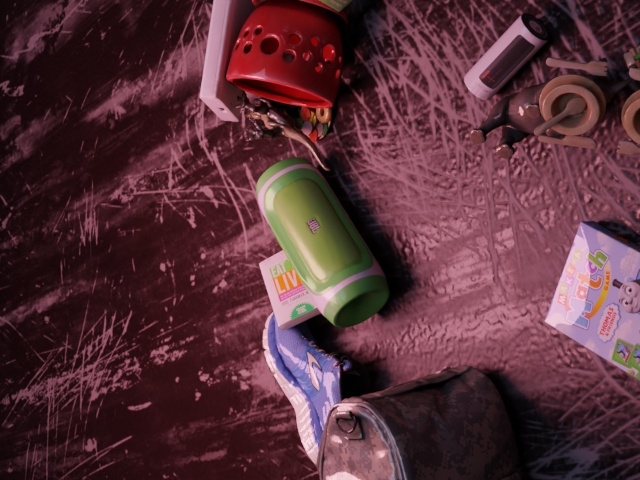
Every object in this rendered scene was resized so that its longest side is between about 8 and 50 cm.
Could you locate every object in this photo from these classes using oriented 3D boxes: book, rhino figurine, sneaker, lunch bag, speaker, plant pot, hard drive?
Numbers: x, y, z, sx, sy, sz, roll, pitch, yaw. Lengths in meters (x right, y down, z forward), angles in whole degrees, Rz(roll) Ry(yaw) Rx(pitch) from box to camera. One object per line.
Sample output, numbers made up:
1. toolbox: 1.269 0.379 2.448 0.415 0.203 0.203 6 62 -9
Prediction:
1. book: -0.046 0.080 1.965 0.096 0.035 0.144 -26 52 6
2. rhino figurine: 0.329 -0.190 1.560 0.243 0.106 0.073 -19 111 45
3. sneaker: 0.013 0.234 1.923 0.147 0.129 0.330 -39 57 17
4. lunch bag: 0.148 0.329 1.634 0.212 0.305 0.256 -3 93 45
5. speaker: 0.000 0.000 1.905 0.131 0.131 0.296 -53 55 35
6. plant pot: -0.051 -0.330 1.897 0.191 0.191 0.174 7 83 47
7. speaker: 0.273 -0.269 1.649 0.136 0.055 0.055 -46 59 38
8. hard drive: -0.157 -0.382 1.987 0.040 0.203 0.308 8 85 7

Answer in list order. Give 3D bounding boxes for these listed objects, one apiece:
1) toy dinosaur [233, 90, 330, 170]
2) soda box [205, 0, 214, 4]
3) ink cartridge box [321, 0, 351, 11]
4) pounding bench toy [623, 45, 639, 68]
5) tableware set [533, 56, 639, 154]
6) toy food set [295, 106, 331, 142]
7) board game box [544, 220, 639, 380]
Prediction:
1. toy dinosaur: -0.086 -0.204 1.974 0.268 0.118 0.064 45 113 48
2. soda box: -0.168 -0.526 2.115 0.053 0.060 0.169 34 116 41
3. ink cartridge box: 0.064 -0.541 1.762 0.289 0.121 0.211 -37 64 22
4. pounding bench toy: 0.441 -0.243 1.444 0.065 0.083 0.052 -39 63 42
5. tableware set: 0.380 -0.164 1.455 0.194 0.039 0.128 10 126 17
6. toy food set: -0.010 -0.217 1.984 0.083 0.020 0.083 35 117 41
7. board game box: 0.418 0.088 1.516 0.211 0.039 0.160 34 116 42
